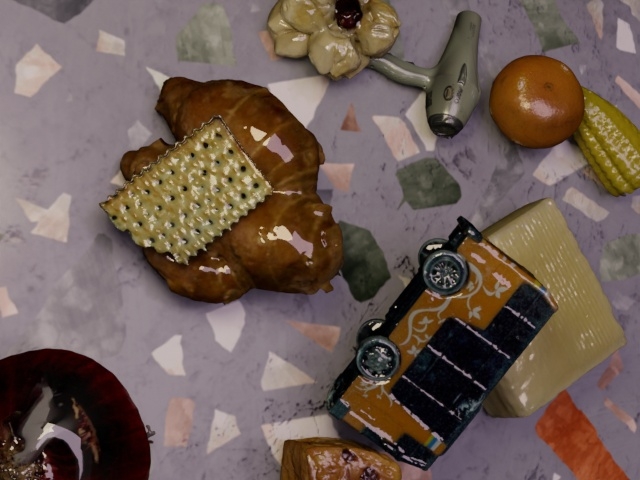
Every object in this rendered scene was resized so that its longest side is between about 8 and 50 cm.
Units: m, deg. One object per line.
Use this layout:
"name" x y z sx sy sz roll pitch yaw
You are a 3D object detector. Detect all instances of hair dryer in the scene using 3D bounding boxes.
"hair dryer" 0.174 -0.297 1.718 0.225 0.088 0.219 37 63 1

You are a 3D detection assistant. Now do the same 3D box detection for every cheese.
"cheese" 0.314 0.104 1.682 0.242 0.124 0.266 -31 95 -25

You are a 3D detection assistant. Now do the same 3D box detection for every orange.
"orange" 0.347 -0.221 1.743 0.156 0.124 0.156 4 69 -10

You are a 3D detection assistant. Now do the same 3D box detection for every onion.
"onion" -0.332 0.270 1.355 0.273 0.285 0.273 0 89 15

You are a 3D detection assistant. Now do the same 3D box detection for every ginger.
"ginger" -0.125 -0.074 1.507 0.274 0.152 0.358 -16 85 5

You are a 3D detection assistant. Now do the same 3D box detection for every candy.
"candy" 0.477 -0.176 1.807 0.199 0.094 0.106 52 56 -7

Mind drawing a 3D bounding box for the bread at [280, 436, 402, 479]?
"bread" 0.022 0.350 1.505 0.149 0.158 0.143 3 86 -24

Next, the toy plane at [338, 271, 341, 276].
"toy plane" 0.000 0.000 1.602 0.031 0.049 0.121 -31 113 -23

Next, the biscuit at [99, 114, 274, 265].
"biscuit" -0.174 -0.056 1.426 0.203 0.016 0.144 -39 85 3

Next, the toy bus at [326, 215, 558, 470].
"toy bus" 0.166 0.145 1.520 0.194 0.162 0.323 36 97 -3

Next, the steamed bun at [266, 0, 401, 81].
"steamed bun" 0.017 -0.333 1.609 0.192 0.106 0.177 -37 85 -17
